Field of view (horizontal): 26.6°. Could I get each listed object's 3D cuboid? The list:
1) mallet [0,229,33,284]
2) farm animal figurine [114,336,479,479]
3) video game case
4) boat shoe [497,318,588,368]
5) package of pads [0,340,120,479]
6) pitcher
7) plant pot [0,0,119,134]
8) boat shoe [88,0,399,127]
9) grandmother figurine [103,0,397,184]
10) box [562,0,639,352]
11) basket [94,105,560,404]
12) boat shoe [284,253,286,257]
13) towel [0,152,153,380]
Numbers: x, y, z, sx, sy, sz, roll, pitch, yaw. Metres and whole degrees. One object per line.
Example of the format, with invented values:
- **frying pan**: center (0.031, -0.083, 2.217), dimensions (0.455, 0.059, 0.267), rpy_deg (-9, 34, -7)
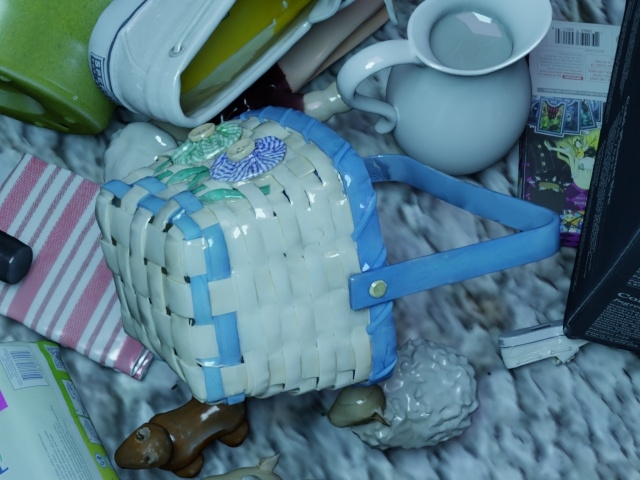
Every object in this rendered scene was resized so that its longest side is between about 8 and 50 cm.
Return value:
- **mallet**: center (-0.297, 0.079, 1.126), dimensions (0.062, 0.039, 0.190), rpy_deg (16, 84, 15)
- **farm animal figurine**: center (-0.017, 0.243, 1.010), dimensions (0.326, 0.172, 0.330), rpy_deg (-8, 70, -4)
- **video game case**: center (0.294, -0.091, 1.209), dimensions (0.232, 0.042, 0.210), rpy_deg (4, 69, 1)
- **boat shoe**: center (0.201, 0.088, 1.149), dimensions (0.100, 0.035, 0.035), rpy_deg (-12, 97, -9)
- **package of pads**: center (-0.273, 0.244, 0.988), dimensions (0.296, 0.101, 0.229), rpy_deg (-37, 69, 16)
- **pitcher**: center (0.095, -0.127, 1.133), dimensions (0.177, 0.207, 0.125), rpy_deg (-19, 71, -7)
- **plant pot**: center (-0.232, -0.290, 1.144), dimensions (0.366, 0.366, 0.353), rpy_deg (19, 83, 6)
- **boat shoe**: center (-0.004, -0.217, 1.063), dimensions (0.367, 0.136, 0.156), rpy_deg (-42, 47, -20)
- **grandmother figurine**: center (-0.053, -0.147, 1.185), dimensions (0.342, 0.104, 0.208), rpy_deg (-45, 43, -17)
- **box**: center (0.326, -0.104, 1.026), dimensions (0.179, 0.312, 0.343), rpy_deg (13, 72, 4)
- **basket**: center (0.000, 0.000, 1.013), dimensions (0.289, 0.255, 0.201), rpy_deg (-13, 108, -27)
- **boat shoe**: center (-0.063, 0.052, 1.150), dimensions (0.152, 0.056, 0.049), rpy_deg (-42, 101, -23)
- **towel**: center (-0.208, 0.021, 1.171), dimensions (0.197, 0.029, 0.144), rpy_deg (24, 70, 11)
